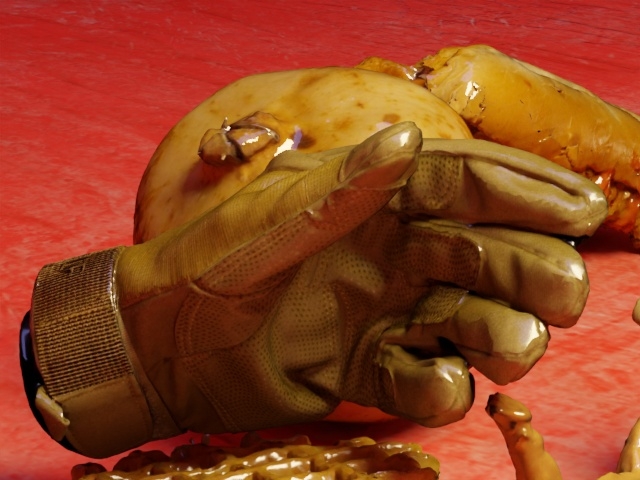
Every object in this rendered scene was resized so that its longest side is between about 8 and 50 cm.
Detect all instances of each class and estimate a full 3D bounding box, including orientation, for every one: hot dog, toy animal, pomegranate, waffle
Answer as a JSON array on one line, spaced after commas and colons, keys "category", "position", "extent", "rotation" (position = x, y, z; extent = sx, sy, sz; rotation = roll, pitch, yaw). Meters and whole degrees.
[{"category": "hot dog", "position": [0.148, -0.058, 1.410], "extent": [0.158, 0.117, 0.348], "rotation": [-4, -13, 38]}, {"category": "toy animal", "position": [0.171, 0.138, 0.969], "extent": [0.114, 0.116, 0.255], "rotation": [30, 25, 36]}, {"category": "pomegranate", "position": [0.000, 0.000, 1.151], "extent": [0.248, 0.248, 0.248], "rotation": [-1, 18, 0]}, {"category": "waffle", "position": [-0.052, 0.142, 0.954], "extent": [0.228, 0.051, 0.231], "rotation": [-5, 6, 24]}]

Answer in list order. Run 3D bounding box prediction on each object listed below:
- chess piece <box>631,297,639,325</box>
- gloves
[{"category": "chess piece", "position": [0.302, 0.060, 0.960], "extent": [0.137, 0.137, 0.301], "rotation": [-18, 46, -42]}, {"category": "gloves", "position": [-0.001, 0.028, 0.963], "extent": [0.331, 0.154, 0.141], "rotation": [-17, 1, 22]}]
